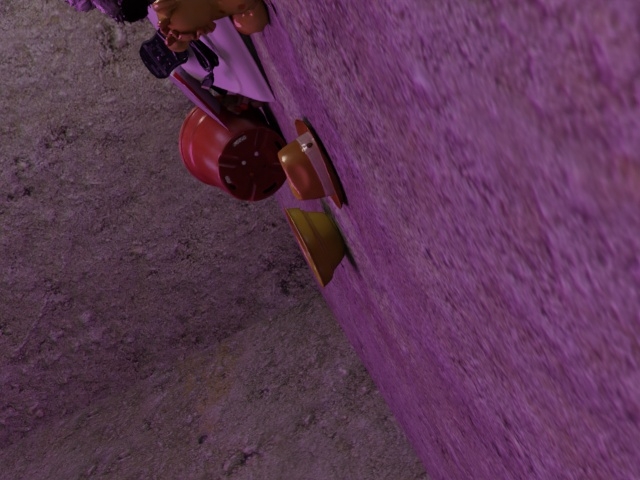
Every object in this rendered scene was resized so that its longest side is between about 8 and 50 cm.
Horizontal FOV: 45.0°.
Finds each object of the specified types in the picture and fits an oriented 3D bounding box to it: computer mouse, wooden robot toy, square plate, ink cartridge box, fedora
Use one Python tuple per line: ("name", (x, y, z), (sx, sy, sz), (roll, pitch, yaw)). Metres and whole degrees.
("computer mouse", (-0.309, -0.415, 1.753), (0.184, 0.060, 0.262), (50, 152, -9))
("wooden robot toy", (-0.183, -0.357, 1.999), (0.079, 0.173, 0.076), (22, -112, -36))
("square plate", (-0.287, -0.467, 1.755), (0.344, 0.049, 0.347), (28, 159, 44))
("ink cartridge box", (-0.319, -0.389, 1.988), (0.181, 0.056, 0.225), (44, 176, -41))
("fedora", (-0.027, -0.131, 1.442), (0.194, 0.079, 0.194), (62, 176, 9))

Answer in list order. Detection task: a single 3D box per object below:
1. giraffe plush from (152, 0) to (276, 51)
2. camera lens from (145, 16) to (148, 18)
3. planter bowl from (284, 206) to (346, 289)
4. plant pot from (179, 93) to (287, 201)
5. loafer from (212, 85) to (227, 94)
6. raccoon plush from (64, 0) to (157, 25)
("giraffe plush", (-0.184, -0.379, 1.224), (0.210, 0.171, 0.181), (59, 174, 46))
("camera lens", (-0.453, -0.721, 2.139), (0.219, 0.219, 0.274), (65, 176, -19))
("planter bowl", (0.000, 0.000, 1.825), (0.217, 0.090, 0.217), (64, 177, 7))
("plant pot", (-0.220, -0.237, 2.098), (0.265, 0.272, 0.272), (42, 159, 58))
("loafer", (-0.269, -0.503, 1.960), (0.134, 0.130, 0.366), (35, 163, 13))
("raccoon plush", (-0.385, -0.531, 1.362), (0.299, 0.447, 0.216), (-47, -22, -67))
